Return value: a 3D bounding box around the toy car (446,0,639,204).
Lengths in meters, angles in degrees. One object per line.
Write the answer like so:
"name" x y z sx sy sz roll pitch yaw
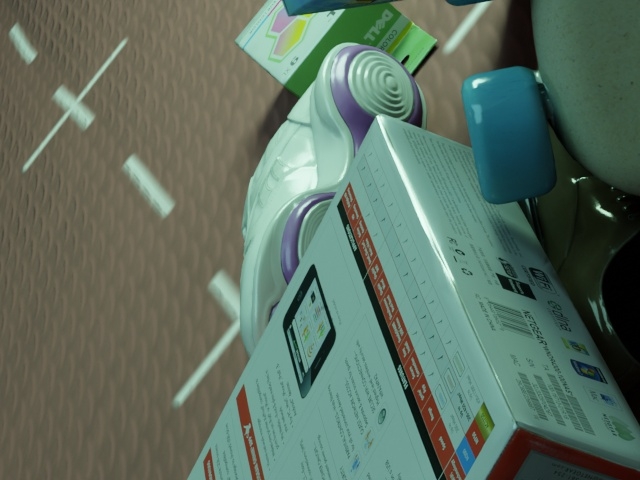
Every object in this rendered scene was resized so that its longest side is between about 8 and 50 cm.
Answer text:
"toy car" 0.182 -0.139 1.056 0.219 0.210 0.238 -11 9 5

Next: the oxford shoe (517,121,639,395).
"oxford shoe" 0.166 -0.002 1.058 0.096 0.083 0.227 -24 47 35

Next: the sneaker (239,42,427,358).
"sneaker" 0.000 0.000 1.324 0.152 0.114 0.305 -48 18 43

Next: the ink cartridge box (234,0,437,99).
"ink cartridge box" 0.009 -0.166 1.537 0.109 0.062 0.209 -50 26 4

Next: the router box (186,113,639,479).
"router box" 0.030 0.136 1.005 0.301 0.082 0.335 -62 21 22

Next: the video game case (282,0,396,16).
"video game case" 0.137 -0.234 1.237 0.269 0.244 0.061 -24 82 47
